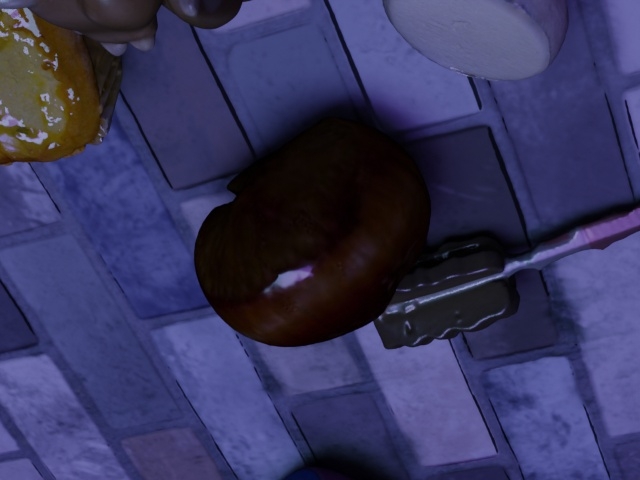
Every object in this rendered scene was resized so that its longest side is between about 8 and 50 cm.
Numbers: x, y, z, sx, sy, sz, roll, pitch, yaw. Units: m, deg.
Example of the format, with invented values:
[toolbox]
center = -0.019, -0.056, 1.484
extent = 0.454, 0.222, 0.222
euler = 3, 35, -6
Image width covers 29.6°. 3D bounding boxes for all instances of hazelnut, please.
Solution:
[hazelnut]
center = 0.000, 0.000, 0.998
extent = 0.178, 0.178, 0.204
euler = 39, 88, -20

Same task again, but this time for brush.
[brush]
center = 0.180, 0.019, 1.054
extent = 0.301, 0.071, 0.084
euler = -20, 119, 16

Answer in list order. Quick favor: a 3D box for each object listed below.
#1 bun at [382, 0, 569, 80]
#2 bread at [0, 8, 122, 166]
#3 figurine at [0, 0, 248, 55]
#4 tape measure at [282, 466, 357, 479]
[bun]
center = 0.120, -0.186, 0.886
extent = 0.138, 0.094, 0.138
euler = 24, 162, 8
[bread]
center = -0.259, -0.193, 0.921
extent = 0.153, 0.119, 0.288
euler = -6, 126, 18
[figurine]
center = -0.127, -0.220, 0.815
extent = 0.173, 0.247, 0.177
euler = 6, 128, 17
[tape measure]
center = -0.011, 0.359, 1.241
extent = 0.149, 0.231, 0.245
euler = 33, 143, -15
